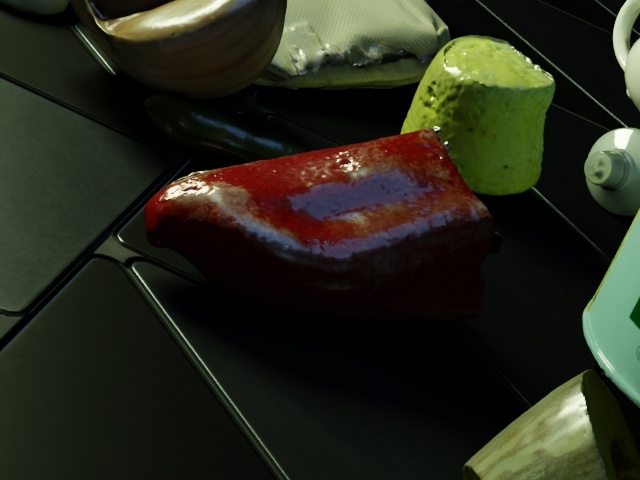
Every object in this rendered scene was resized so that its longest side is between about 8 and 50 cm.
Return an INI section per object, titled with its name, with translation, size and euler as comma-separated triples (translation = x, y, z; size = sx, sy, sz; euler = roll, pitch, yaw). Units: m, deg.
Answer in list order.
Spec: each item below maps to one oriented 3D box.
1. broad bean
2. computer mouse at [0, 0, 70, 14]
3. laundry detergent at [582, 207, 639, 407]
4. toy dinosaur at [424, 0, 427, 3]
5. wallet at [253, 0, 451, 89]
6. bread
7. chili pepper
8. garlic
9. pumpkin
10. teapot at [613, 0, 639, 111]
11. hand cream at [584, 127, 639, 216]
[broad bean]
translation = -0.031, -0.070, 1.491
size = 0.226, 0.039, 0.069
euler = 14, 32, -22
[computer mouse]
translation = -0.239, -0.248, 1.657
size = 0.089, 0.056, 0.182
euler = 29, 23, 2
[laundry detergent]
translation = 0.386, -0.008, 1.405
size = 0.287, 0.305, 0.287
euler = 19, 25, -9
[toy dinosaur]
translation = 0.044, -0.273, 1.990
size = 0.220, 0.032, 0.108
euler = 6, 31, -11
[wallet]
translation = -0.028, -0.225, 1.770
size = 0.335, 0.068, 0.275
euler = -5, 37, -37
[bread]
translation = 0.132, -0.105, 1.623
size = 0.111, 0.114, 0.129
euler = -6, 33, -37
[chili pepper]
translation = 0.000, 0.000, 1.314
size = 0.252, 0.136, 0.144
euler = -7, 81, -32
[garlic]
translation = -0.100, -0.187, 1.530
size = 0.191, 0.160, 0.214
euler = -14, 55, 12
[pumpkin]
translation = 0.140, 0.182, 1.012
size = 0.110, 0.217, 0.217
euler = -16, 24, 8
[teapot]
translation = 0.407, -0.168, 1.942
size = 0.204, 0.139, 0.298
euler = 4, 19, -47
[hand cream]
translation = 0.349, -0.055, 1.788
size = 0.124, 0.078, 0.340
euler = 38, 20, 35
